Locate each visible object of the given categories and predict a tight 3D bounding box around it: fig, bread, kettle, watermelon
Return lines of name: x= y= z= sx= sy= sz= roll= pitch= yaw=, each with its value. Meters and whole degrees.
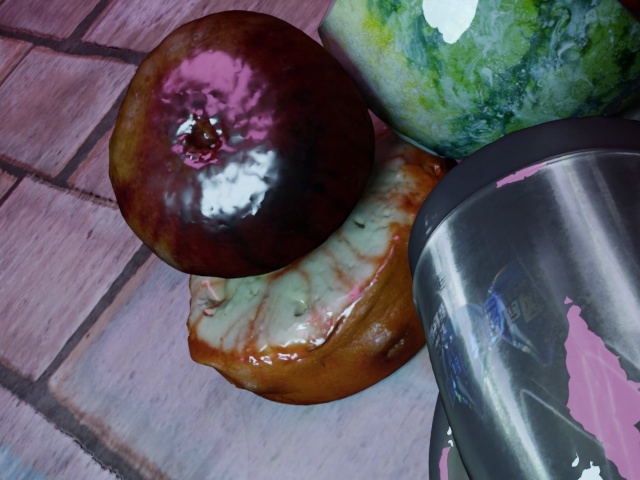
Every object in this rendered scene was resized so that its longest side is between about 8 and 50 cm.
fig: x=-0.065 y=-0.078 z=0.952 sx=0.235 sy=0.214 sz=0.234 roll=-5 pitch=63 yaw=9
bread: x=0.003 y=0.001 z=1.062 sx=0.295 sy=0.114 sz=0.327 roll=-25 pitch=39 yaw=21
kettle: x=0.171 y=0.133 z=0.716 sx=0.321 sy=0.228 sz=0.324 roll=-52 pitch=32 yaw=35
watermelon: x=0.165 y=-0.173 z=0.942 sx=0.224 sy=0.305 sz=0.180 roll=-49 pitch=18 yaw=49

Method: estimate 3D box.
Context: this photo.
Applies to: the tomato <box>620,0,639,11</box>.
tomato: x=0.257 y=-0.327 z=1.031 sx=0.299 sy=0.299 sz=0.226 roll=-14 pitch=77 yaw=34
